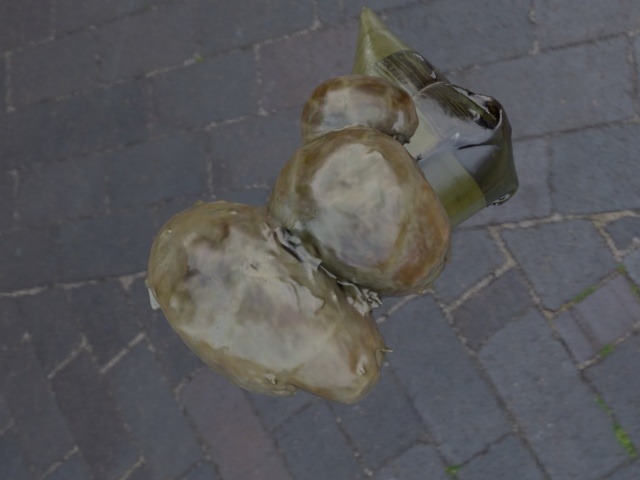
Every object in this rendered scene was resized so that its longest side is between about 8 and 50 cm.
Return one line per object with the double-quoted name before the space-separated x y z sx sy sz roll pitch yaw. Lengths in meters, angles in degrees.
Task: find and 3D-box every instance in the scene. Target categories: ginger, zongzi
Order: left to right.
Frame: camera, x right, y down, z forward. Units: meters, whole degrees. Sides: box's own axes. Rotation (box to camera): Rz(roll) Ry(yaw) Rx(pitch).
"ginger" 0.000 0.000 0.922 0.304 0.155 0.244 -46 62 -1
"zongzi" 0.035 -0.110 1.228 0.289 0.154 0.317 -33 58 -10
